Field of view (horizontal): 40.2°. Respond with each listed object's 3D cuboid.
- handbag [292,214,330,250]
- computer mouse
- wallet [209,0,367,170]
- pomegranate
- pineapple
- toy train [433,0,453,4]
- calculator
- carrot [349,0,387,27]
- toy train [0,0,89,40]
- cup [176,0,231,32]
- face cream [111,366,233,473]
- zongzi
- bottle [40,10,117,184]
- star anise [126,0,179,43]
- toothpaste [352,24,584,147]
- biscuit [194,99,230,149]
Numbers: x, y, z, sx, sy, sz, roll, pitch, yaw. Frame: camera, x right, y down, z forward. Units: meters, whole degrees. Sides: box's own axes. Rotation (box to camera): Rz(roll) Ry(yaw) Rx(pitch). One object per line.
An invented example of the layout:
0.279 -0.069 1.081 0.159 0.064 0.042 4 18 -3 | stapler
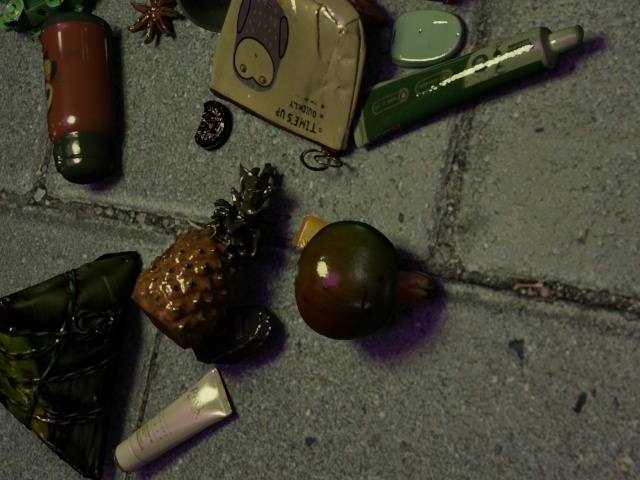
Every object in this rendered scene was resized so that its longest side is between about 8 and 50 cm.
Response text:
0.000 0.000 1.428 0.083 0.027 0.061 30 96 34 | handbag
-0.143 0.162 1.474 0.172 0.057 0.099 -20 53 27 | computer mouse
-0.055 -0.297 1.452 0.335 0.068 0.275 32 117 30 | wallet
0.065 0.062 1.301 0.209 0.180 0.180 10 85 0 | pomegranate
-0.162 0.011 1.455 0.169 0.169 0.340 28 73 35 | pineapple
0.206 -0.455 1.304 0.204 0.131 0.083 -55 53 39 | toy train
0.157 -0.322 1.391 0.153 0.021 0.095 8 84 32 | calculator
0.005 -0.404 1.482 0.263 0.102 0.102 27 96 31 | carrot
-0.595 -0.536 1.908 0.269 0.115 0.154 -14 64 32 | toy train
-0.186 -0.497 1.589 0.199 0.199 0.150 -51 39 15 | cup
-0.256 0.324 1.524 0.243 0.058 0.092 -37 57 16 | face cream
-0.528 0.213 1.638 0.362 0.319 0.384 13 106 32 | zongzi
-0.476 -0.279 1.750 0.144 0.144 0.336 -19 71 31 | bottle
-0.323 -0.450 1.738 0.141 0.042 0.141 -9 73 31 | star anise
0.208 -0.239 1.316 0.392 0.061 0.099 -17 71 35 | toothpaste
-0.202 -0.214 1.613 0.087 0.027 0.089 -45 60 18 | biscuit
